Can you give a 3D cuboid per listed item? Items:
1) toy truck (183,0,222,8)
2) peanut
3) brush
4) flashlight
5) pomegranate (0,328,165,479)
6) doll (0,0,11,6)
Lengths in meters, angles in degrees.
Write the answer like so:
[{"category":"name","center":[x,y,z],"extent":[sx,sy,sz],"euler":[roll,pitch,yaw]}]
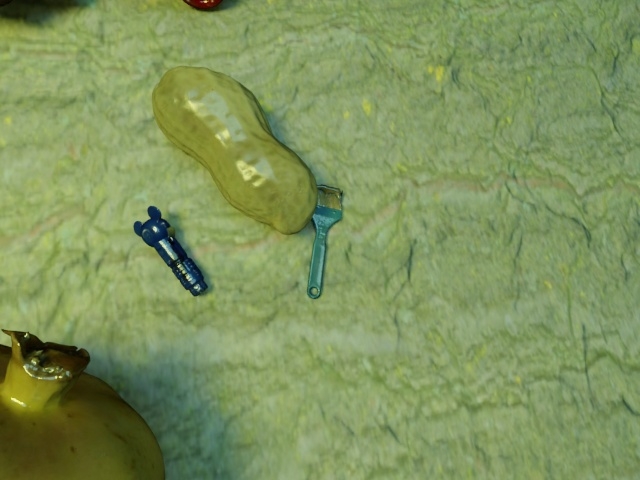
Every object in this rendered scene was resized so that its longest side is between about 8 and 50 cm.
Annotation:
[{"category":"toy truck","center":[-0.186,-0.465,0.549],"extent":[0.265,0.239,0.189],"euler":[3,71,-41]},{"category":"peanut","center":[-0.100,-0.119,0.563],"extent":[0.257,0.123,0.123],"euler":[44,69,-2]},{"category":"brush","center":[0.000,0.000,0.607],"extent":[0.051,0.014,0.164],"euler":[10,73,-11]},{"category":"flashlight","center":[-0.181,0.015,0.544],"extent":[0.121,0.057,0.035],"euler":[52,31,-2]},{"category":"pomegranate","center":[-0.272,0.216,0.328],"extent":[0.319,0.319,0.319],"euler":[4,73,-14]},{"category":"doll","center":[-0.437,-0.449,0.514],"extent":[0.318,0.209,0.339],"euler":[-6,73,-24]}]
